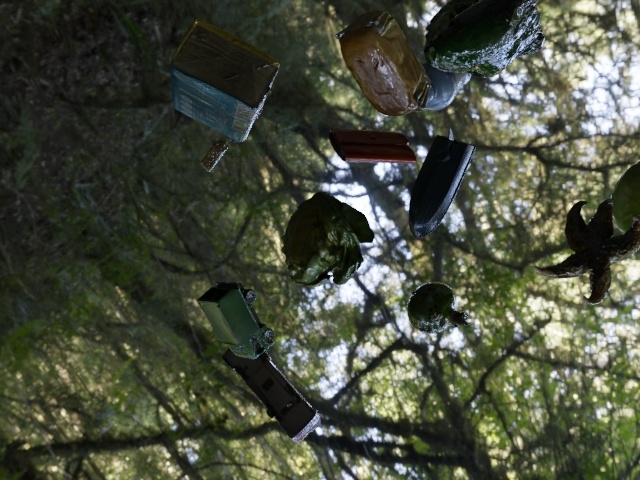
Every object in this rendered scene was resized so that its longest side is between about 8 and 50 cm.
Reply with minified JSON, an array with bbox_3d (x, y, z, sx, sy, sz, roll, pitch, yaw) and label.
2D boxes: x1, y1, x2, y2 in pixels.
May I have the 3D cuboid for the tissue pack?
[{"bbox_3d":[-0.206,-0.327,1.227,0.134,0.192,0.271,-65,-169,-11],"label":"tissue pack"}]

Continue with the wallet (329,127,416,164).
[{"bbox_3d":[0.136,-0.248,1.527,0.204,0.045,0.142,-1,-142,-19],"label":"wallet"}]

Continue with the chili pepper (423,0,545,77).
[{"bbox_3d":[0.223,-0.280,0.799,0.148,0.116,0.265,-23,-159,22],"label":"chili pepper"}]

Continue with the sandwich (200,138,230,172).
[{"bbox_3d":[-0.291,-0.237,1.611,0.093,0.035,0.105,-48,-170,26],"label":"sandwich"}]

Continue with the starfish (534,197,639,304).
[{"bbox_3d":[0.561,0.025,1.218,0.215,0.071,0.238,-10,-122,25],"label":"starfish"}]

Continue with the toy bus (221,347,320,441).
[{"bbox_3d":[-0.109,0.342,1.349,0.090,0.112,0.274,-41,-123,-11],"label":"toy bus"}]

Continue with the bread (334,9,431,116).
[{"bbox_3d":[0.147,-0.401,1.348,0.136,0.241,0.107,0,-131,46],"label":"bread"}]

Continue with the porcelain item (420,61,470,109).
[{"bbox_3d":[0.358,-0.471,1.735,0.141,0.141,0.259,2,-154,38],"label":"porcelain item"}]

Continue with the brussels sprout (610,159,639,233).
[{"bbox_3d":[0.753,-0.089,1.297,0.223,0.161,0.223,-46,-154,31],"label":"brussels sprout"}]

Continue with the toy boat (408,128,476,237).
[{"bbox_3d":[0.261,-0.119,1.303,0.093,0.246,0.103,26,-174,33],"label":"toy boat"}]

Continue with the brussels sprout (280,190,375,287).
[{"bbox_3d":[0.002,0.000,0.852,0.100,0.139,0.181,4,174,-17],"label":"brussels sprout"}]

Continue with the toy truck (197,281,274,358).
[{"bbox_3d":[-0.143,0.142,1.032,0.065,0.147,0.079,1,-145,42],"label":"toy truck"}]

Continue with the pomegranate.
[{"bbox_3d":[0.266,0.158,1.301,0.161,0.122,0.122,22,-132,38],"label":"pomegranate"}]
